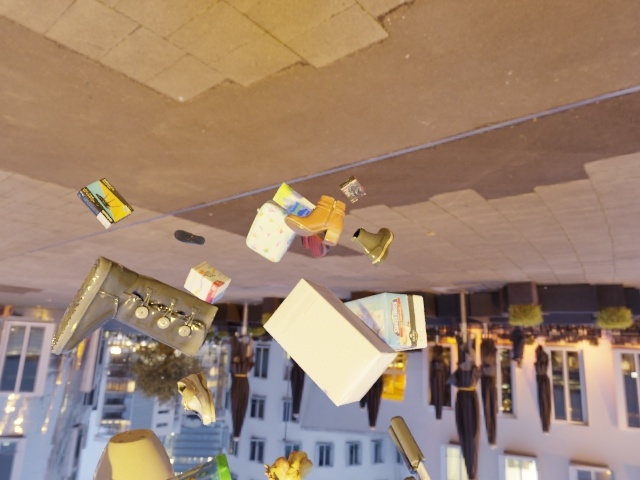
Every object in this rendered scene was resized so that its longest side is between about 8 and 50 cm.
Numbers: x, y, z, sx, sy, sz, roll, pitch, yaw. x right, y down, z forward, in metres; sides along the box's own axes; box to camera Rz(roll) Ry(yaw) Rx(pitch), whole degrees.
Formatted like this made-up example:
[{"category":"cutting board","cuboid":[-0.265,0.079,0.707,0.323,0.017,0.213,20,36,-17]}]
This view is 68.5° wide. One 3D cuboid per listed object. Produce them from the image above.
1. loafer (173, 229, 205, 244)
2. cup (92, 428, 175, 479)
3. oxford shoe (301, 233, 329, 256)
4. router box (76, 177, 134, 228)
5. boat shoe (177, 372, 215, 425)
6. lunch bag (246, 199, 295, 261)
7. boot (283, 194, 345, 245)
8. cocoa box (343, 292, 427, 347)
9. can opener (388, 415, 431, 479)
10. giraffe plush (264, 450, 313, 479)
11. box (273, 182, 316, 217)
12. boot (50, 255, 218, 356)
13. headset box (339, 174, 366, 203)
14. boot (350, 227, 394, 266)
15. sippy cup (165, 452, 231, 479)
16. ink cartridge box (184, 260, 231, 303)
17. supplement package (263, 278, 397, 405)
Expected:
[{"category":"loafer","cuboid":[-0.598,-0.008,2.150,0.147,0.056,0.050,19,169,0]},{"category":"cup","cuboid":[-0.748,0.899,1.874,0.330,0.237,0.331,-4,177,0]},{"category":"oxford shoe","cuboid":[0.000,0.000,1.843,0.098,0.097,0.271,-7,-166,-15]},{"category":"router box","cuboid":[-0.868,-0.153,1.901,0.046,0.179,0.133,-33,-170,37]},{"category":"boat shoe","cuboid":[-0.458,0.593,1.736,0.103,0.113,0.302,-5,-169,-24]},{"category":"lunch bag","cuboid":[-0.234,-0.056,2.340,0.223,0.279,0.108,30,-160,3]},{"category":"boot","cuboid":[-0.014,-0.083,1.522,0.197,0.153,0.073,24,157,-20]},{"category":"cocoa box","cuboid":[0.271,0.381,2.126,0.227,0.232,0.347,11,159,-32]},{"category":"can opener","cuboid":[0.259,0.639,1.358,0.093,0.074,0.280,-1,-148,-15]},{"category":"giraffe plush","cuboid":[-0.160,1.041,2.112,0.170,0.211,0.181,33,144,-25]},{"category":"box","cuboid":[-0.103,-0.150,1.936,0.178,0.042,0.109,37,150,-4]},{"category":"boot","cuboid":[-0.631,0.299,1.632,0.445,0.367,0.146,30,-175,-32]},{"category":"headset box","cuboid":[0.108,-0.176,1.595,0.062,0.032,0.083,-34,126,13]},{"category":"boot","cuboid":[0.179,-0.017,1.625,0.137,0.198,0.076,42,121,-14]},{"category":"sippy cup","cuboid":[-0.384,0.810,1.451,0.223,0.240,0.306,-9,139,-19]},{"category":"ink cartridge box","cuboid":[-0.577,0.215,2.399,0.176,0.128,0.128,32,-155,9]},{"category":"supplement package","cuboid":[0.028,0.270,1.264,0.293,0.175,0.177,41,-176,26]}]
